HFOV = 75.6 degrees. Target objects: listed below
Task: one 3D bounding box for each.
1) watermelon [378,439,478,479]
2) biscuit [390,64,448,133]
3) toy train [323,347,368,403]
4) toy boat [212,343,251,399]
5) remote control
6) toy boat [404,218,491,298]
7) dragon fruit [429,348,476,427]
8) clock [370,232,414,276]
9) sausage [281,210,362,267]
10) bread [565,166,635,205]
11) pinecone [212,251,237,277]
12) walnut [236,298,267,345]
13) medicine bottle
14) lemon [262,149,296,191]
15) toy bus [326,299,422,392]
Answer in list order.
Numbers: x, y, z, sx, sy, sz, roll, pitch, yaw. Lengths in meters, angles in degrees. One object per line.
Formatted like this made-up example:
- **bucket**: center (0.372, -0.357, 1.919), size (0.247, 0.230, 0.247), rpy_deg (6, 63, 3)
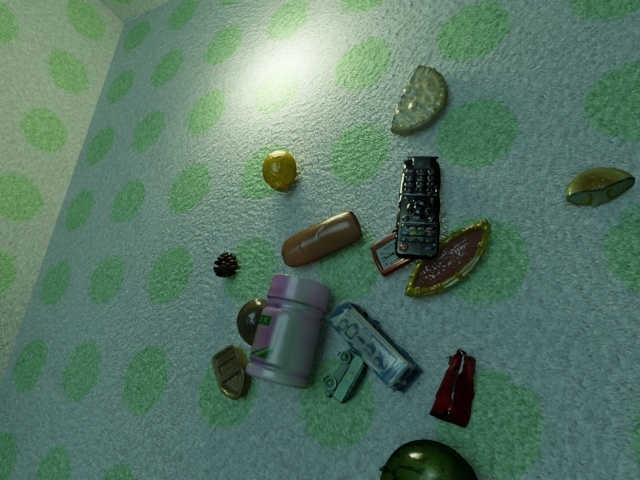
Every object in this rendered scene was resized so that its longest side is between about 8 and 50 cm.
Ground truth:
- **watermelon**: center (0.258, 0.604, 0.982), size (0.242, 0.242, 0.243), rpy_deg (-12, 64, 25)
- **biscuit**: center (0.369, -0.511, 1.486), size (0.179, 0.084, 0.282), rpy_deg (14, 76, 34)
- **toy train**: center (0.081, 0.415, 1.270), size (0.099, 0.070, 0.172), rpy_deg (28, 84, 28)
- **toy boat**: center (-0.309, 0.478, 1.471), size (0.116, 0.061, 0.188), rpy_deg (-34, 56, 11)
- **remote control**: center (0.310, -0.109, 1.317), size (0.144, 0.062, 0.399), rpy_deg (3, 58, 15)
- **toy boat**: center (0.380, 0.063, 1.230), size (0.318, 0.099, 0.141), rpy_deg (-44, 51, 10)
- **dragon fruit**: center (0.348, 0.385, 1.102), size (0.092, 0.122, 0.193), rpy_deg (5, 74, 47)
- **clock**: center (0.247, 0.039, 1.339), size (0.155, 0.061, 0.113), rpy_deg (-31, 57, 19)
- **sausage**: center (-0.001, 0.000, 1.460), size (0.304, 0.121, 0.121), rpy_deg (-24, 59, 18)
- **bread**: center (0.742, -0.150, 1.118), size (0.157, 0.083, 0.095), rpy_deg (-28, 56, 15)
- **pinecone**: center (-0.377, 0.100, 1.658), size (0.102, 0.102, 0.109), rpy_deg (-14, 29, 24)
- **walnut**: center (-0.226, 0.287, 1.459), size (0.140, 0.140, 0.162), rpy_deg (21, 79, 35)
- **medicine bottle**: center (-0.101, 0.292, 1.336), size (0.211, 0.212, 0.326), rpy_deg (5, 72, 31)
- **lemon**: center (-0.165, -0.278, 1.662), size (0.142, 0.142, 0.187), rpy_deg (-14, 61, 24)
- **toy bus**: center (0.156, 0.308, 1.231), size (0.106, 0.131, 0.297), rpy_deg (-50, 54, 3)
